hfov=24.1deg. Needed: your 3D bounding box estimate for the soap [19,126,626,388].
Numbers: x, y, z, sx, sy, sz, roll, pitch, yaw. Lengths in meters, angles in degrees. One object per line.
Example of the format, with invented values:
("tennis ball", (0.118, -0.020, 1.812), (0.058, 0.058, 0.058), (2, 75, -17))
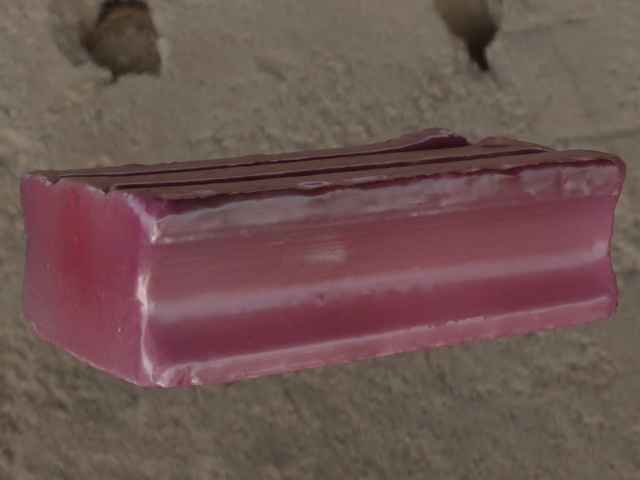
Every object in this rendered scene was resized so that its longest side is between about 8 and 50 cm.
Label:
("soap", (0.000, 0.000, 1.029), (0.359, 0.128, 0.233), (-7, 10, -29))
